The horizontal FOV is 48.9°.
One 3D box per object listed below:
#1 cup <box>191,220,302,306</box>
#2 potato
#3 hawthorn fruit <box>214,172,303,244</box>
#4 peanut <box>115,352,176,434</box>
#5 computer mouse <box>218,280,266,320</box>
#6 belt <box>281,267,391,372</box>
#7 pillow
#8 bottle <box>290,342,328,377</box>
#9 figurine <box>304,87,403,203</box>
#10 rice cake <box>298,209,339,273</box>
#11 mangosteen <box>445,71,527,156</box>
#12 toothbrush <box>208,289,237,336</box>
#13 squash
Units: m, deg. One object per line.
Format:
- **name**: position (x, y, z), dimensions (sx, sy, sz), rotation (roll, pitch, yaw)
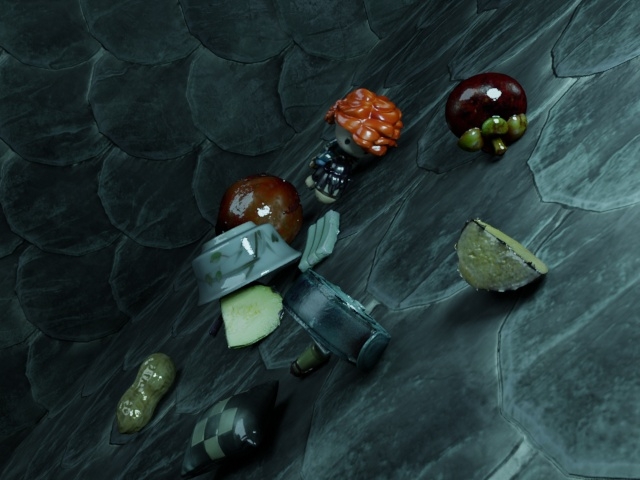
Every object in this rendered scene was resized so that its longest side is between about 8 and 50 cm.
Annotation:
- **cup**: position (-0.244, 0.050, 2.091), dimensions (0.347, 0.163, 0.347), rotation (-27, 2, 1)
- **potato**: position (0.307, 0.045, 1.171), dimensions (0.172, 0.089, 0.100), rotation (42, 113, 43)
- **hawthorn fruit**: position (-0.212, -0.076, 2.370), dimensions (0.316, 0.316, 0.316), rotation (-43, 17, 17)
- **peanut**: position (-0.558, 0.489, 2.258), dimensions (0.136, 0.120, 0.298), rotation (-35, 23, 52)
- **computer mouse**: position (-0.238, 0.200, 2.181), dimensions (0.158, 0.072, 0.310), rotation (-51, 16, -14)
- **belt**: position (0.031, 0.158, 1.352), dimensions (0.116, 0.206, 0.267), rotation (-51, 23, 1)
- **pillow**: position (-0.192, 0.410, 1.528), dimensions (0.250, 0.106, 0.186), rotation (-31, 24, 34)
- **bottle**: position (-0.027, 0.265, 1.548), dimensions (0.101, 0.047, 0.063), rotation (-44, -3, 30)
- **figurine**: position (0.087, -0.298, 2.257), dimensions (0.411, 0.241, 0.306), rotation (-53, 5, 23)
- **rice cake**: position (0.000, 0.000, 2.070), dimensions (0.127, 0.043, 0.237), rotation (-40, 19, 28)
- **mangosteen**: position (0.371, -0.275, 1.565), dimensions (0.200, 0.200, 0.200), rotation (-43, 17, 17)
- **toothbrush**: position (-0.306, 0.198, 2.438), dimensions (0.029, 0.024, 0.354), rotation (-25, 26, 35)
- **squash**: position (-0.177, 0.220, 1.980), dimensions (0.184, 0.085, 0.191), rotation (-20, 52, 3)
